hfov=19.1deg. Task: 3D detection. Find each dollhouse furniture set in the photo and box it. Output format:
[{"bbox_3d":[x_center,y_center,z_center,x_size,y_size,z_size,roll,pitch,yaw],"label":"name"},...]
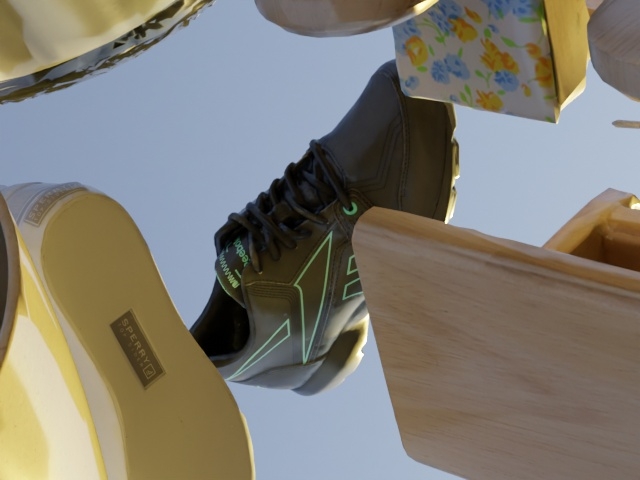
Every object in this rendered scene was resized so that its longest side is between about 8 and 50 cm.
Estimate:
[{"bbox_3d":[0.153,0.095,0.597,0.256,0.394,0.362,-40,-51,-35],"label":"dollhouse furniture set"}]

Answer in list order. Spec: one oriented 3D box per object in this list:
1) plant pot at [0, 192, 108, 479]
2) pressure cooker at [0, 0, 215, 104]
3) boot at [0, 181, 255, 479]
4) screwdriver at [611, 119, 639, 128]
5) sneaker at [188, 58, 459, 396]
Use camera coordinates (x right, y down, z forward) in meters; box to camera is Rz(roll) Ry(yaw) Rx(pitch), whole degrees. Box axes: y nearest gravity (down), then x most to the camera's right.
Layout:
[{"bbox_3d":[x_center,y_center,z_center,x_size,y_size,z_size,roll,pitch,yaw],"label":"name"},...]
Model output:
[{"bbox_3d":[-0.202,0.128,0.887,0.256,0.256,0.274,-67,-31,-31],"label":"plant pot"},{"bbox_3d":[-0.212,-0.304,0.835,0.420,0.369,0.376,63,-171,-59],"label":"pressure cooker"},{"bbox_3d":[-0.130,0.078,1.130,0.095,0.123,0.258,-31,-67,-30],"label":"boot"},{"bbox_3d":[0.217,-0.055,0.956,0.025,0.170,0.024,7,-90,-53],"label":"screwdriver"},{"bbox_3d":[0.000,0.000,1.167,0.106,0.267,0.101,2,-139,-29],"label":"sneaker"}]
